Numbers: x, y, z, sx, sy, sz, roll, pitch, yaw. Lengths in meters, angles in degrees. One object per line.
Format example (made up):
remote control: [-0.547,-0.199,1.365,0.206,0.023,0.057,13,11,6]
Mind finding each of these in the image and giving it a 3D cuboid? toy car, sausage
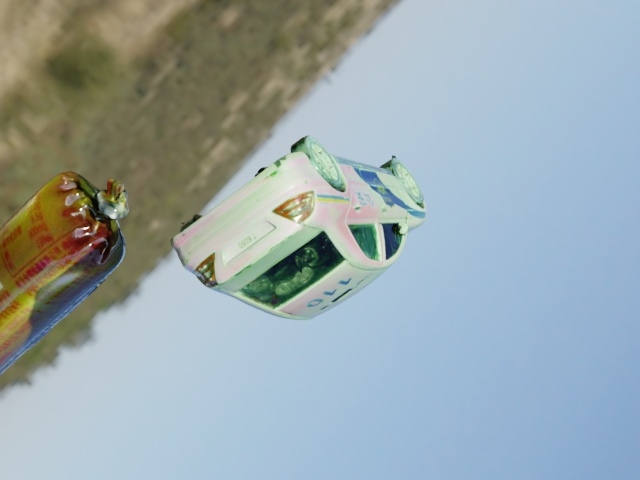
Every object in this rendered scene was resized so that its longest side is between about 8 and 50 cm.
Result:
toy car: [0.000,0.000,1.057,0.090,0.076,0.224,-36,165,17]
sausage: [-0.230,0.055,1.229,0.371,0.082,0.082,-39,-170,41]
